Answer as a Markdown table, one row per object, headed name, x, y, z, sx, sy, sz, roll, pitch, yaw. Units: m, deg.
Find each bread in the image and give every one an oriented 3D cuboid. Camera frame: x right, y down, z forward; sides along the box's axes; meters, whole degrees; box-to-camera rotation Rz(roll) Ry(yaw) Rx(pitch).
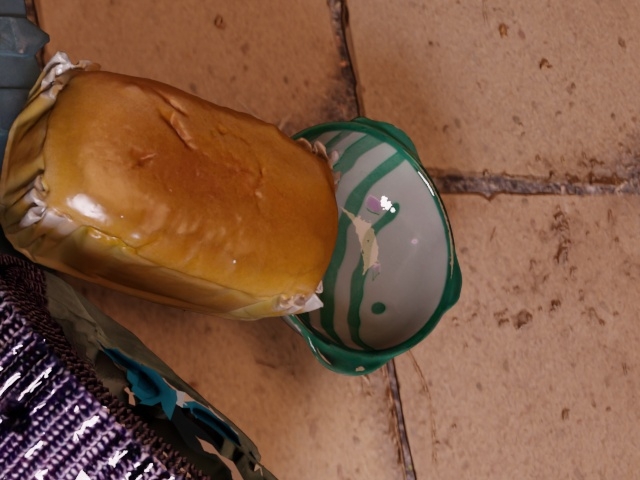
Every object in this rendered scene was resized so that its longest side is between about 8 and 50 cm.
| name | x | y | z | sx | sy | sz | roll | pitch | yaw |
| --- | --- | --- | --- | --- | --- | --- | --- | --- | --- |
| bread | -0.100 | -0.031 | 1.176 | 0.241 | 0.107 | 0.136 | 20 | 65 | -32 |

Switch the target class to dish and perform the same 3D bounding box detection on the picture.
| name | x | y | z | sx | sy | sz | roll | pitch | yaw |
| --- | --- | --- | --- | --- | --- | --- | --- | --- | --- |
| dish | 0.000 | 0.000 | 1.356 | 0.246 | 0.078 | 0.224 | 26 | 64 | -28 |

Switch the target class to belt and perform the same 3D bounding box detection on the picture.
| name | x | y | z | sx | sy | sz | roll | pitch | yaw |
| --- | --- | --- | --- | --- | --- | --- | --- | --- | --- |
| belt | -0.127 | 0.148 | 1.092 | 0.325 | 0.260 | 0.122 | 42 | 93 | -9 |

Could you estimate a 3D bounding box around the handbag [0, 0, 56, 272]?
| name | x | y | z | sx | sy | sz | roll | pitch | yaw |
| --- | --- | --- | --- | --- | --- | --- | --- | --- | --- |
| handbag | -0.258 | -0.082 | 1.179 | 0.179 | 0.062 | 0.229 | -7 | 80 | -45 |
